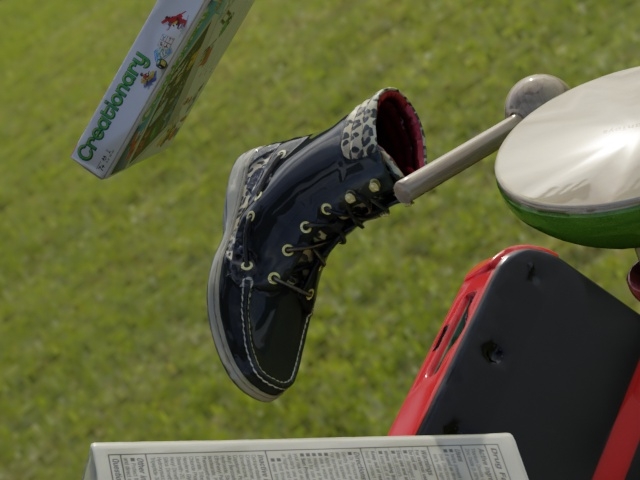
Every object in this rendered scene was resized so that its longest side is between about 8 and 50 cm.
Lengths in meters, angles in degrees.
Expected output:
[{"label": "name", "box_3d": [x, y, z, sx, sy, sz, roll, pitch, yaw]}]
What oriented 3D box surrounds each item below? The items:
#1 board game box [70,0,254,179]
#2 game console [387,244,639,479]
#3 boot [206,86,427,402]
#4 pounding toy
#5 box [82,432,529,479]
[{"label": "board game box", "box_3d": [-0.152, -0.219, 1.933, 0.305, 0.053, 0.193, -57, -7, 20]}, {"label": "game console", "box_3d": [0.223, 0.216, 1.501, 0.060, 0.342, 0.387, -43, 14, 53]}, {"label": "boot", "box_3d": [-0.001, -0.002, 1.401, 0.178, 0.085, 0.236, -26, 49, 39]}, {"label": "pounding toy", "box_3d": [0.197, -0.029, 1.161, 0.236, 0.110, 0.183, 8, 39, 45]}, {"label": "box", "box_3d": [-0.006, 0.223, 1.188, 0.121, 0.311, 0.148, 110, 154, -43]}]
